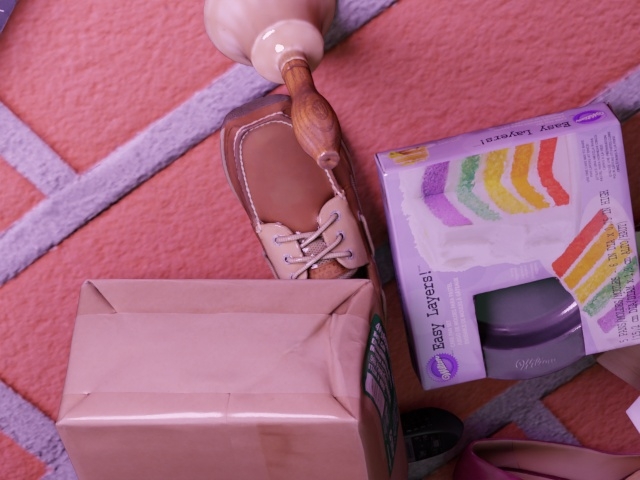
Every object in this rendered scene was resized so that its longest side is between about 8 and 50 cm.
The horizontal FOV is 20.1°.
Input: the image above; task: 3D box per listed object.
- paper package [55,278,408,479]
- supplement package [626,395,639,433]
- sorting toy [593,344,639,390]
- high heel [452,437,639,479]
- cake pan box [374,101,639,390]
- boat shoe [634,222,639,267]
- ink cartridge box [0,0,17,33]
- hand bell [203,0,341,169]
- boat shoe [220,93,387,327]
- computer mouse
[{"bbox_3d":[-0.078,0.194,1.799,0.309,0.168,0.325,-1,142,9],"label":"paper package"},{"bbox_3d":[0.527,0.203,2.010,0.262,0.199,0.198,6,132,-39],"label":"supplement package"},{"bbox_3d":[0.374,0.097,2.012,0.132,0.046,0.274,-41,138,16],"label":"sorting toy"},{"bbox_3d":[0.342,0.278,2.102,0.377,0.127,0.181,-12,137,-6],"label":"high heel"},{"bbox_3d":[0.196,0.012,1.836,0.246,0.070,0.267,-10,115,0],"label":"cake pan box"},{"bbox_3d":[0.358,-0.004,1.938,0.137,0.043,0.049,-22,113,2],"label":"boat shoe"},{"bbox_3d":[-0.355,-0.206,1.544,0.165,0.065,0.333,17,121,-27],"label":"ink cartridge box"},{"bbox_3d":[-0.020,-0.142,1.579,0.126,0.242,0.126,-8,129,-10],"label":"hand bell"},{"bbox_3d":[0.000,0.000,1.780,0.122,0.120,0.324,-24,131,3],"label":"boat shoe"},{"bbox_3d":[0.042,0.229,2.040,0.242,0.041,0.071,-11,147,-2],"label":"computer mouse"}]
